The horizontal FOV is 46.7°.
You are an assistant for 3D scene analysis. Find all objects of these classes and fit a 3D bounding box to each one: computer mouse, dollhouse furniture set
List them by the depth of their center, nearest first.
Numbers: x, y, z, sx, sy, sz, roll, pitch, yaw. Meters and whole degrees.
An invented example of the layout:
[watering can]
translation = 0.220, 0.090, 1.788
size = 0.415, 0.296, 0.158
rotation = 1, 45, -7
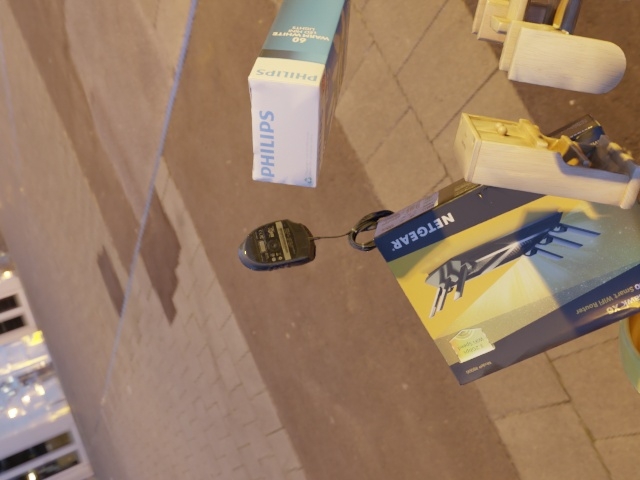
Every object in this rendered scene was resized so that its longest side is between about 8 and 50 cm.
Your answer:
[dollhouse furniture set]
translation = 0.237, -0.171, 0.698
size = 0.212, 0.161, 0.242
rotation = -85, 5, -65
[computer mouse]
translation = 0.000, 0.000, 1.078
size = 0.041, 0.242, 0.071
rotation = 101, 158, -66

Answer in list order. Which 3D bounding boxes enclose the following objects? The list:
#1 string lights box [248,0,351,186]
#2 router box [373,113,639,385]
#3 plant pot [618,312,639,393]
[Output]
[string lights box]
translation = -0.019, -0.195, 0.866
size = 0.259, 0.077, 0.133
rotation = -78, -7, -46
[router box]
translation = 0.261, 0.019, 0.958
size = 0.242, 0.309, 0.081
rotation = 58, -161, -13
[plant pot]
translation = 0.575, 0.192, 1.094
size = 0.254, 0.254, 0.239
rotation = 44, 162, 44
